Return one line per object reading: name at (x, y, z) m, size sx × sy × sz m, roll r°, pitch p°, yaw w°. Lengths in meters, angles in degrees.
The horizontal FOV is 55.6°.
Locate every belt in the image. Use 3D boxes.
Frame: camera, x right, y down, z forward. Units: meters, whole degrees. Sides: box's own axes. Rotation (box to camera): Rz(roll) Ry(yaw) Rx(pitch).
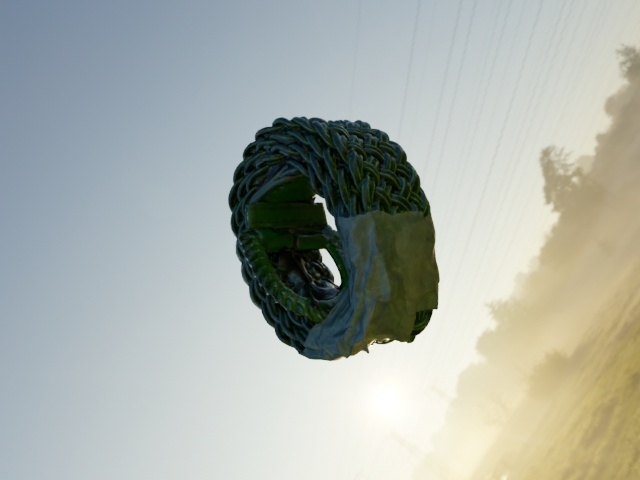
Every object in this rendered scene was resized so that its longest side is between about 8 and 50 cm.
belt at (0.000, 0.000, 0.360) m, size 0.079 × 0.152 × 0.121 m, roll -10°, pitch -19°, yaw -46°
